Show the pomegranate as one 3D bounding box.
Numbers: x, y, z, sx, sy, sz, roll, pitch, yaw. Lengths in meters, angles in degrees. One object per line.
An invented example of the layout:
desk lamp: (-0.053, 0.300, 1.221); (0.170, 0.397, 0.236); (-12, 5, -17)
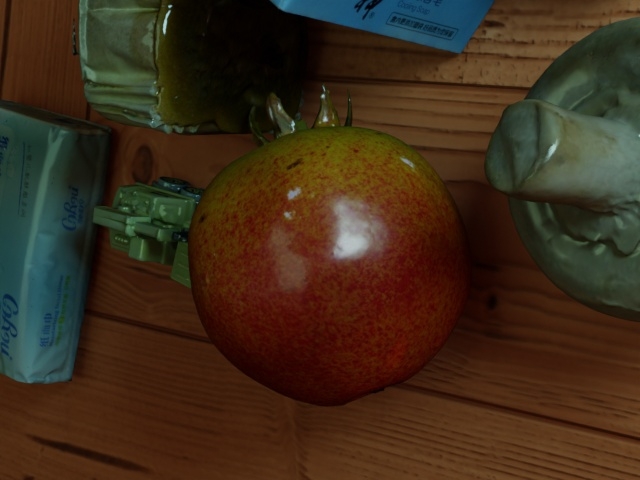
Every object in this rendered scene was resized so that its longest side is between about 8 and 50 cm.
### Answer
pomegranate: (0.000, 0.000, 1.079); (0.221, 0.221, 0.256); (-29, 64, 36)

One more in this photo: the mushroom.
mushroom: (0.197, -0.050, 0.906); (0.207, 0.215, 0.207); (-6, 81, 47)

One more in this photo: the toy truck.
toy truck: (-0.129, -0.003, 1.251); (0.169, 0.100, 0.077); (27, 109, 37)

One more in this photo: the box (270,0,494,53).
box: (0.020, -0.224, 1.039); (0.142, 0.232, 0.083); (48, 115, 29)

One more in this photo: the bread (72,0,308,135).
bread: (-0.092, -0.182, 1.150); (0.110, 0.210, 0.192); (10, 97, 35)

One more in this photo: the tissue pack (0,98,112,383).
tissue pack: (-0.310, -0.004, 1.411); (0.177, 0.089, 0.263); (17, 102, 36)
